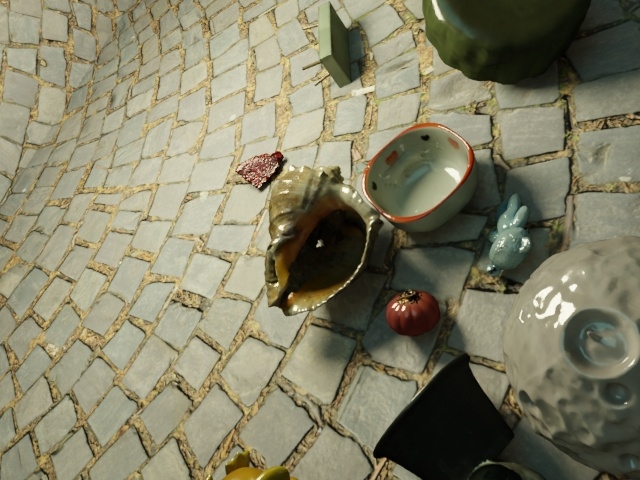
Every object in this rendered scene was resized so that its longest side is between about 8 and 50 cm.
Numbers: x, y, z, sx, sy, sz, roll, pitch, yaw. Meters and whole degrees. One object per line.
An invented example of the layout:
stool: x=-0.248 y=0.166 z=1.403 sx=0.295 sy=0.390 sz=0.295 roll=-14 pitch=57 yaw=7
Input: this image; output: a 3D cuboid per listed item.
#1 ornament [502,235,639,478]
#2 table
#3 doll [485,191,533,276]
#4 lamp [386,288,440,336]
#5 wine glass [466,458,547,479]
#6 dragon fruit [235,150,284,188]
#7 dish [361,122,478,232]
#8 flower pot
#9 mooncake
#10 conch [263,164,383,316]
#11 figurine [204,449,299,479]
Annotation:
ornament: x=0.425 y=0.157 z=0.823 sx=0.337 sy=0.337 sz=0.337 roll=-17 pitch=53 yaw=25
table: x=0.011 y=-0.563 z=1.720 sx=0.111 sy=0.121 sz=0.240 roll=-19 pitch=52 yaw=24
doll: x=0.381 y=-0.012 z=1.152 sx=0.120 sy=0.075 sz=0.180 roll=-54 pitch=7 yaw=48
lamp: x=0.183 y=0.143 z=1.159 sx=0.107 sy=0.092 sz=0.107 roll=-11 pitch=24 yaw=5
wine glass: x=0.287 y=0.385 z=0.856 sx=0.111 sy=0.204 sz=0.111 roll=-16 pitch=58 yaw=28
dragon fruit: x=-0.165 y=-0.211 z=1.670 sx=0.131 sy=0.063 sz=0.097 roll=-44 pitch=79 yaw=2
dish: x=0.228 y=-0.123 z=1.285 sx=0.256 sy=0.117 sz=0.256 roll=-18 pitch=52 yaw=24
flower pot: x=0.216 y=0.319 z=0.962 sx=0.235 sy=0.235 sz=0.148 roll=-47 pitch=67 yaw=-1
mooncake: x=0.408 y=-0.534 z=1.311 sx=0.356 sy=0.194 sz=0.356 roll=-2 pitch=77 yaw=7
conch: x=0.011 y=0.001 z=1.309 sx=0.297 sy=0.210 sz=0.352 roll=12 pitch=90 yaw=39
figurine: x=-0.113 y=0.511 z=1.084 sx=0.228 sy=0.215 sz=0.215 roll=-15 pitch=53 yaw=45
